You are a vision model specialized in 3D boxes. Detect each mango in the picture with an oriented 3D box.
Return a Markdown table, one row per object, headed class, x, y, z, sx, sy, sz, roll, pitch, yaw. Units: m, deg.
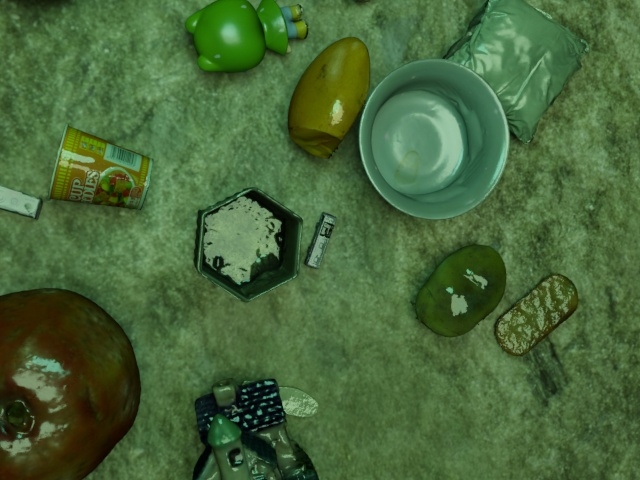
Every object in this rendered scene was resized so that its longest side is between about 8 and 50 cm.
| class | x | y | z | sx | sy | sz | roll | pitch | yaw |
| --- | --- | --- | --- | --- | --- | --- | --- | --- | --- |
| mango | 0.023 | -0.327 | 1.524 | 0.138 | 0.187 | 0.257 | 24 | 70 | -26 |

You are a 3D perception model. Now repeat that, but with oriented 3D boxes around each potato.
| class | x | y | z | sx | sy | sz | roll | pitch | yaw |
| --- | --- | --- | --- | --- | --- | --- | --- | --- | --- |
| potato | 0.333 | 0.117 | 1.632 | 0.169 | 0.143 | 0.248 | 44 | 75 | -7 |

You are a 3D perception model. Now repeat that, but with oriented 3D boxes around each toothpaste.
| class | x | y | z | sx | sy | sz | roll | pitch | yaw |
| --- | --- | --- | --- | --- | --- | --- | --- | --- | --- |
| toothpaste | -0.680 | -0.095 | 1.448 | 0.196 | 0.040 | 0.047 | 18 | 85 | -13 |

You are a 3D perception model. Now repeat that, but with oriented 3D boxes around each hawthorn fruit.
| class | x | y | z | sx | sy | sz | roll | pitch | yaw |
| --- | --- | --- | --- | --- | --- | --- | --- | --- | --- |
| hawthorn fruit | -0.541 | 0.286 | 1.325 | 0.402 | 0.403 | 0.403 | -1 | 93 | -12 |

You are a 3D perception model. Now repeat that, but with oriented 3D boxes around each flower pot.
| class | x | y | z | sx | sy | sz | roll | pitch | yaw |
| --- | --- | --- | --- | --- | --- | --- | --- | --- | --- |
| flower pot | -0.159 | 0.003 | 1.492 | 0.239 | 0.189 | 0.209 | -27 | 99 | -8 |

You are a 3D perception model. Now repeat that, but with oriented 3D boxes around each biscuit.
| class | x | y | z | sx | sy | sz | roll | pitch | yaw |
| --- | --- | --- | --- | --- | --- | --- | --- | --- | --- |
| biscuit | 0.538 | 0.184 | 1.735 | 0.247 | 0.029 | 0.118 | -38 | 93 | -8 |

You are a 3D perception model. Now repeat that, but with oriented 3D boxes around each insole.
| class | x | y | z | sx | sy | sz | roll | pitch | yaw |
| --- | --- | --- | --- | --- | --- | --- | --- | --- | --- |
| insole | -0.094 | 0.364 | 1.614 | 0.191 | 0.010 | 0.063 | 18 | 89 | -13 |

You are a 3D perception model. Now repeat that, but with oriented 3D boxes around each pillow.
| class | x | y | z | sx | sy | sz | roll | pitch | yaw |
| --- | --- | --- | --- | --- | --- | --- | --- | --- | --- |
| pillow | 0.448 | -0.415 | 1.629 | 0.309 | 0.138 | 0.283 | 31 | 87 | -15 |

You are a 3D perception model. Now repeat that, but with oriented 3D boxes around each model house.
| class | x | y | z | sx | sy | sz | roll | pitch | yaw |
| --- | --- | --- | --- | --- | --- | --- | --- | --- | --- |
| model house | -0.152 | 0.436 | 1.454 | 0.243 | 0.298 | 0.284 | -19 | 95 | -5 |

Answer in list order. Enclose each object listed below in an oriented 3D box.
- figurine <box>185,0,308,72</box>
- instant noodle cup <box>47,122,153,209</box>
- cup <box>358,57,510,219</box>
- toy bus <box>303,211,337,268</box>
| class | x | y | z | sx | sy | sz | roll | pitch | yaw |
| --- | --- | --- | --- | --- | --- | --- | --- | --- | --- |
| figurine | -0.155 | -0.448 | 1.502 | 0.263 | 0.143 | 0.162 | -20 | 103 | -21 |
| instant noodle cup | -0.451 | -0.140 | 1.448 | 0.184 | 0.168 | 0.169 | 15 | 90 | -21 |
| cup | 0.232 | -0.220 | 1.579 | 0.347 | 0.163 | 0.347 | -1 | 93 | -13 |
| toy bus | 0.000 | 0.000 | 1.595 | 0.036 | 0.052 | 0.131 | 20 | 89 | -11 |
